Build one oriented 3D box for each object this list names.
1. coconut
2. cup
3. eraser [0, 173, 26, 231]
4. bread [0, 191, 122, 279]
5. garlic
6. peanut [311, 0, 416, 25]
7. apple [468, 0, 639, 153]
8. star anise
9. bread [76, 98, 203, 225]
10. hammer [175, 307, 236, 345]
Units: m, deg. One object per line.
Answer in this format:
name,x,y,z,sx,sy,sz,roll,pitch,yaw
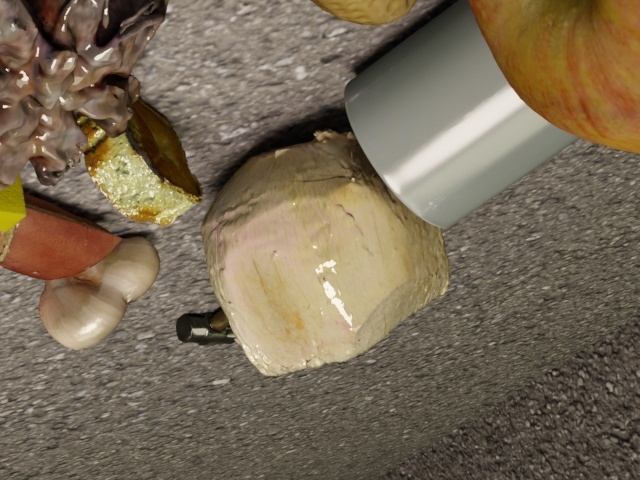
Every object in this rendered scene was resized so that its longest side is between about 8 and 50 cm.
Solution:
coconut,0.000,0.000,1.281,0.297,0.254,0.297,-24,-171,4
cup,0.205,-0.177,1.148,0.312,0.205,0.205,-35,153,25
eraser,-0.361,-0.064,1.039,0.045,0.097,0.122,-31,156,36
bread,-0.335,0.001,1.241,0.119,0.067,0.192,-30,155,19
garlic,-0.286,0.059,1.358,0.174,0.124,0.099,-45,143,-12
peanut,0.024,-0.258,0.953,0.108,0.095,0.226,-34,155,21
apple,0.299,-0.268,0.815,0.334,0.400,0.400,-25,159,-22
star anise,-0.260,-0.142,0.899,0.332,0.117,0.331,-35,154,-20
bread,-0.191,-0.083,1.106,0.069,0.127,0.140,-33,157,13
hammer,-0.078,0.058,1.628,0.111,0.043,0.365,9,140,-47
